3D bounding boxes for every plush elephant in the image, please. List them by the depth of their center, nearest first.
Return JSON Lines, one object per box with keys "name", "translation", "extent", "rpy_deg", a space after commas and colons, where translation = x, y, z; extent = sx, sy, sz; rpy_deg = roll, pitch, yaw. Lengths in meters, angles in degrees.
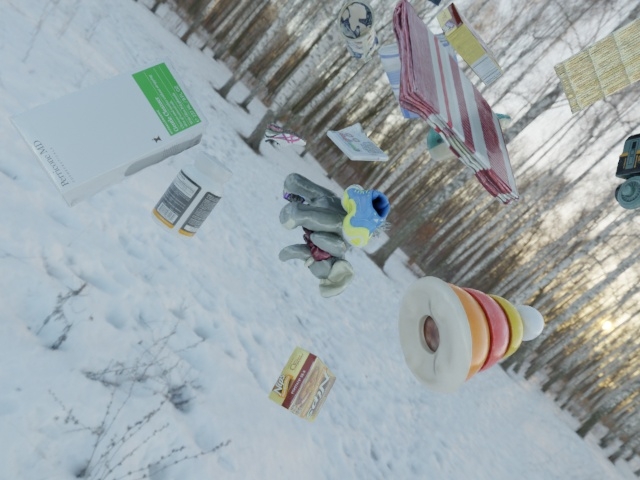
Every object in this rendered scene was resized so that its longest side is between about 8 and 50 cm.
{"name": "plush elephant", "translation": [0.000, 0.000, 1.220], "extent": [0.330, 0.255, 0.272], "rpy_deg": [16, 29, -19]}

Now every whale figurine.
{"name": "whale figurine", "translation": [0.482, -0.368, 1.425], "extent": [0.216, 0.272, 0.141], "rpy_deg": [-17, 86, -50]}

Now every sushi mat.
{"name": "sushi mat", "translation": [0.810, -0.488, 1.146], "extent": [0.151, 0.316, 0.019], "rpy_deg": [57, 22, -13]}

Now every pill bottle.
{"name": "pill bottle", "translation": [-0.429, -0.153, 1.445], "extent": [0.162, 0.278, 0.162], "rpy_deg": [37, 6, -4]}

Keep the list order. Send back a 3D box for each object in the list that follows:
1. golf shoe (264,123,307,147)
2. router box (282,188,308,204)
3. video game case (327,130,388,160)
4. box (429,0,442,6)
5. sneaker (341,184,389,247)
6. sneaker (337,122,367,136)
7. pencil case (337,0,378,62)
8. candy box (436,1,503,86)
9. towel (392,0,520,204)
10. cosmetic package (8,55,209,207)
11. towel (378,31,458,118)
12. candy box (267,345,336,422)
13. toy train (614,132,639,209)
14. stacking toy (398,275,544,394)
{"name": "golf shoe", "translation": [-0.151, -0.435, 1.839], "extent": [0.186, 0.086, 0.067], "rpy_deg": [14, 17, -20]}
{"name": "router box", "translation": [-0.081, -0.163, 1.675], "extent": [0.133, 0.046, 0.179], "rpy_deg": [30, 10, -13]}
{"name": "video game case", "translation": [0.116, -0.297, 1.342], "extent": [0.143, 0.019, 0.157], "rpy_deg": [-6, 42, -32]}
{"name": "box", "translation": [0.370, -0.981, 1.430], "extent": [0.293, 0.212, 0.395], "rpy_deg": [34, 42, 3]}
{"name": "sneaker", "translation": [0.120, -0.087, 1.054], "extent": [0.091, 0.126, 0.240], "rpy_deg": [34, 33, -23]}
{"name": "sneaker", "translation": [0.152, -0.449, 1.973], "extent": [0.297, 0.129, 0.111], "rpy_deg": [-105, -179, -60]}
{"name": "pencil case", "translation": [0.176, -0.935, 1.925], "extent": [0.183, 0.160, 0.410], "rpy_deg": [52, 15, -5]}
{"name": "candy box", "translation": [0.366, -0.476, 1.046], "extent": [0.187, 0.053, 0.109], "rpy_deg": [29, 42, -35]}
{"name": "towel", "translation": [0.234, -0.225, 0.731], "extent": [0.329, 0.037, 0.237], "rpy_deg": [31, 49, -35]}
{"name": "cosmetic package", "translation": [-0.481, -0.257, 1.016], "extent": [0.197, 0.365, 0.155], "rpy_deg": [57, -25, -8]}
{"name": "towel", "translation": [0.306, -0.470, 1.262], "extent": [0.285, 0.209, 0.034], "rpy_deg": [50, 48, -51]}
{"name": "candy box", "translation": [-0.051, 0.492, 1.442], "extent": [0.087, 0.183, 0.316], "rpy_deg": [22, -21, 25]}
{"name": "toy train", "translation": [0.756, -0.149, 0.865], "extent": [0.142, 0.190, 0.334], "rpy_deg": [12, -1, -8]}
{"name": "stacking toy", "translation": [0.524, 0.280, 1.364], "extent": [0.480, 0.350, 0.350], "rpy_deg": [-1, 32, -19]}
